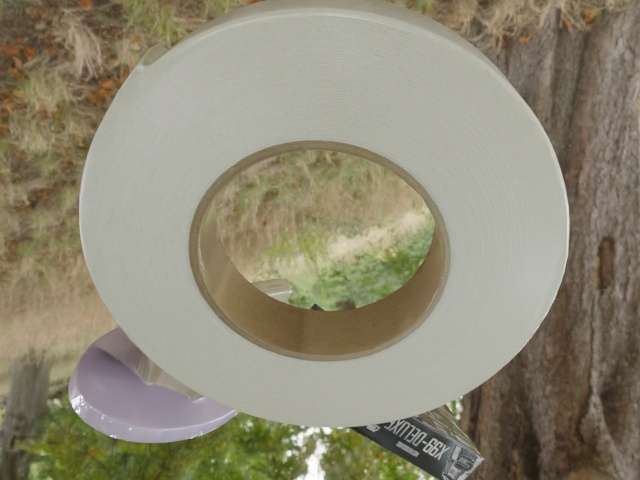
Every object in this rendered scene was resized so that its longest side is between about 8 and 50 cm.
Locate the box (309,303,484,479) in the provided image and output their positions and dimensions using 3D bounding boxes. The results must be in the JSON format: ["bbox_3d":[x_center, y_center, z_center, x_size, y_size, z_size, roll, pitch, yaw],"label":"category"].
[{"bbox_3d":[0.105,0.259,0.997,0.307,0.076,0.242,36,-172,-22],"label":"box"}]

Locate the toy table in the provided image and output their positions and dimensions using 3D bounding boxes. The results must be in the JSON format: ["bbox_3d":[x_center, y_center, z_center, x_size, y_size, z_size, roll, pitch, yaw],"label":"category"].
[{"bbox_3d":[-0.157,0.123,0.726,0.161,0.252,0.274,-56,164,25],"label":"toy table"}]

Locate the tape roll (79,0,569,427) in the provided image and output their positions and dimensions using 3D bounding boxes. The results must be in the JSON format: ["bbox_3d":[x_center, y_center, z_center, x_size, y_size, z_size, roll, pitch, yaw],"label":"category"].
[{"bbox_3d":[0.000,0.000,0.488,0.392,0.072,0.391,2,122,3],"label":"tape roll"}]
